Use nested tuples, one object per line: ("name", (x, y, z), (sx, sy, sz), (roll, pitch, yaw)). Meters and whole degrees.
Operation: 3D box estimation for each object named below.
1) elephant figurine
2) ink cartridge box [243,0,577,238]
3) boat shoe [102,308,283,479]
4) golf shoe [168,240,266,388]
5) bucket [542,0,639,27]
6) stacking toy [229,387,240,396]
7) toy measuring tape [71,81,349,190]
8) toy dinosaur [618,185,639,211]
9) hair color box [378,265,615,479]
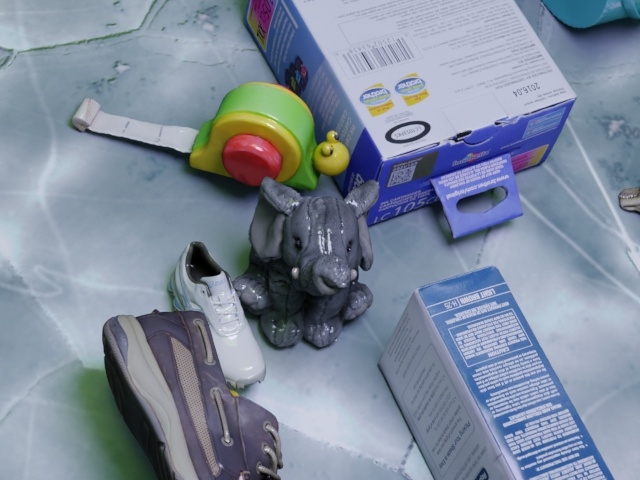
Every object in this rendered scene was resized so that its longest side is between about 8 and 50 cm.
("elephant figurine", (0.000, 0.000, 1.622), (0.169, 0.239, 0.186), (-33, 70, -26))
("ink cartridge box", (0.115, -0.194, 1.817), (0.270, 0.151, 0.395), (-19, 63, -20))
("boat shoe", (-0.097, 0.207, 1.486), (0.130, 0.132, 0.355), (-20, 65, -18))
("golf shoe", (-0.112, 0.077, 1.631), (0.069, 0.086, 0.176), (-20, 55, -25))
("bucket", (0.380, -0.410, 1.939), (0.183, 0.281, 0.281), (-21, 65, -16))
("stacking toy", (-0.108, 0.274, 1.551), (0.167, 0.052, 0.221), (41, 62, 16))
("toy measuring tape", (-0.125, -0.138, 1.729), (0.330, 0.121, 0.121), (15, 57, 8))
("toy dinosaur", (0.463, 0.026, 1.807), (0.268, 0.064, 0.118), (36, 52, 8))
("hair color box", (0.192, 0.219, 1.566), (0.105, 0.174, 0.347), (-16, 64, -21))
